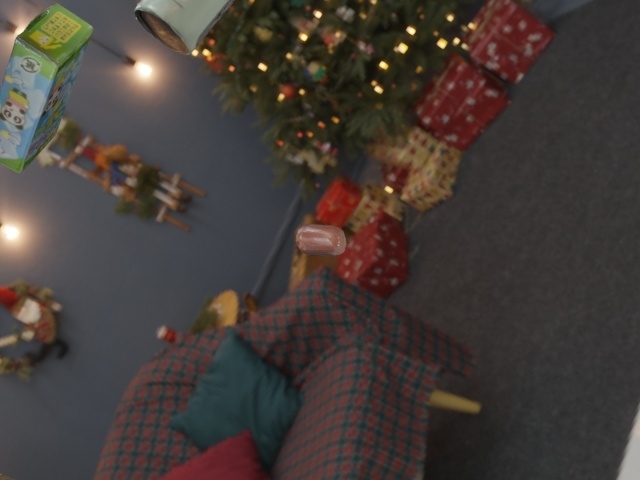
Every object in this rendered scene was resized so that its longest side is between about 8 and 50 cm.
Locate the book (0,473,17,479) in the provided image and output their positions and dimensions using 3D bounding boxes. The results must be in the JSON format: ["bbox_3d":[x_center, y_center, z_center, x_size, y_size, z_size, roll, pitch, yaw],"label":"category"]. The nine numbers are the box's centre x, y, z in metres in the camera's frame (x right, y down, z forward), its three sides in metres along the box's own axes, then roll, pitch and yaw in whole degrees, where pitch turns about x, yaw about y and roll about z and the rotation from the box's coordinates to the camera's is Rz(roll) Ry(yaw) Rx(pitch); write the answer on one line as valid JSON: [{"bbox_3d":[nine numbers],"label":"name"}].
[{"bbox_3d":[-0.462,0.337,1.293,0.269,0.389,0.032,60,-131,-70],"label":"book"}]

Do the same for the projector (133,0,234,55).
[{"bbox_3d":[-0.140,-0.439,1.452,0.337,0.108,0.108,-53,17,-12],"label":"projector"}]

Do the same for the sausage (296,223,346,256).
[{"bbox_3d":[0.000,0.001,1.748,0.059,0.094,0.054,47,-133,-73],"label":"sausage"}]

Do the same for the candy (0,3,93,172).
[{"bbox_3d":[-0.349,-0.184,1.171,0.194,0.062,0.097,-54,8,41],"label":"candy"}]
